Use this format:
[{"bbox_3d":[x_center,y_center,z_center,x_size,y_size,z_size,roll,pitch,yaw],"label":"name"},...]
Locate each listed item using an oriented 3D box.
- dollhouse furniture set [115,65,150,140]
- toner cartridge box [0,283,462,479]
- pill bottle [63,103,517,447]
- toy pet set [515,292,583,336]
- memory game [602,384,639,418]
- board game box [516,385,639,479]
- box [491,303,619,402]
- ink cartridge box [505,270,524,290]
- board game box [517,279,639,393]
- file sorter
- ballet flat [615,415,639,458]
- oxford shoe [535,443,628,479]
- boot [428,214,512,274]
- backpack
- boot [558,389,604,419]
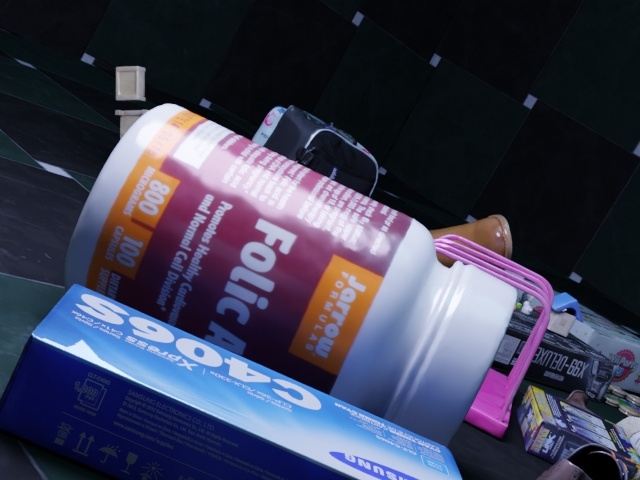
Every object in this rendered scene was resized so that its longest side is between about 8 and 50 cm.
[{"bbox_3d":[-0.247,-0.195,1.844,0.160,0.182,0.101,1,1,17],"label":"dollhouse furniture set"},{"bbox_3d":[-0.058,0.151,0.845,0.347,0.075,0.165,25,10,-7],"label":"toner cartridge box"},{"bbox_3d":[-0.026,0.046,1.075,0.392,0.224,0.224,26,9,5],"label":"pill bottle"},{"bbox_3d":[0.387,0.109,1.878,0.122,0.065,0.114,23,9,-20],"label":"toy pet set"},{"bbox_3d":[0.551,0.291,1.948,0.186,0.012,0.186,25,8,-4],"label":"memory game"},{"bbox_3d":[0.328,0.255,1.415,0.141,0.048,0.170,24,9,3],"label":"board game box"},{"bbox_3d":[0.316,0.156,1.873,0.307,0.077,0.242,20,10,-34],"label":"box"},{"bbox_3d":[0.306,0.095,2.041,0.088,0.122,0.052,27,5,-20],"label":"ink cartridge box"},{"bbox_3d":[0.490,0.178,2.179,0.224,0.098,0.303,18,10,-34],"label":"board game box"},{"bbox_3d":[0.196,0.107,1.474,0.202,0.182,0.290,26,9,9],"label":"file sorter"},{"bbox_3d":[0.488,0.304,1.564,0.168,0.057,0.052,29,19,26],"label":"ballet flat"},{"bbox_3d":[0.286,0.258,1.100,0.097,0.098,0.271,31,10,32],"label":"oxford shoe"},{"bbox_3d":[0.191,0.014,1.942,0.220,0.109,0.283,-2,0,-20],"label":"boot"},{"bbox_3d":[-0.024,-0.116,2.052,0.253,0.225,0.191,22,13,-46],"label":"backpack"},{"bbox_3d":[0.403,0.263,1.610,0.114,0.037,0.106,28,21,36],"label":"boot"}]
